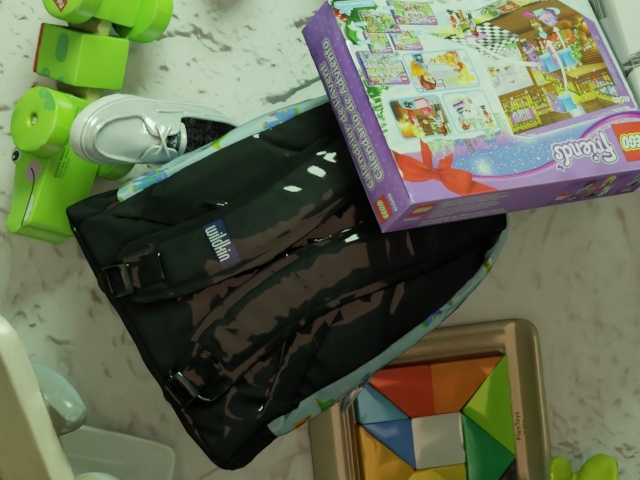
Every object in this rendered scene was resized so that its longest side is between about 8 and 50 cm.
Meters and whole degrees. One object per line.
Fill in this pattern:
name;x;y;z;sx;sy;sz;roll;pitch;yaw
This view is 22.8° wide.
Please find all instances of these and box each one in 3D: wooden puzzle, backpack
wooden puzzle;0.111;0.199;1.579;0.238;0.044;0.221;-6;93;-6
backpack;0.000;0.000;1.472;0.355;0.273;0.290;-35;83;9

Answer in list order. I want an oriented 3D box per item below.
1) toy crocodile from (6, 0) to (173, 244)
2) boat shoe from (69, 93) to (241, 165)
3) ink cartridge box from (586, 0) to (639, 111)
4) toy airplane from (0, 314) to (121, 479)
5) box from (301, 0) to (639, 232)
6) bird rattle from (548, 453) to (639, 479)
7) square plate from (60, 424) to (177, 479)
toy crocodile;-0.228;-0.164;1.499;0.115;0.105;0.340;10;96;-49
boat shoe;-0.148;-0.097;1.481;0.184;0.063;0.066;2;103;-49
ink cartridge box;0.306;-0.192;1.529;0.092;0.160;0.219;-19;95;-7
toy airplane;-0.223;0.285;1.382;0.384;0.272;0.386;36;121;6
box;0.147;-0.124;1.402;0.293;0.057;0.201;-9;68;-33
bird rattle;0.306;0.337;1.561;0.207;0.143;0.253;-9;106;-27
square plate;-0.346;0.321;1.529;0.344;0.049;0.347;15;90;-6
